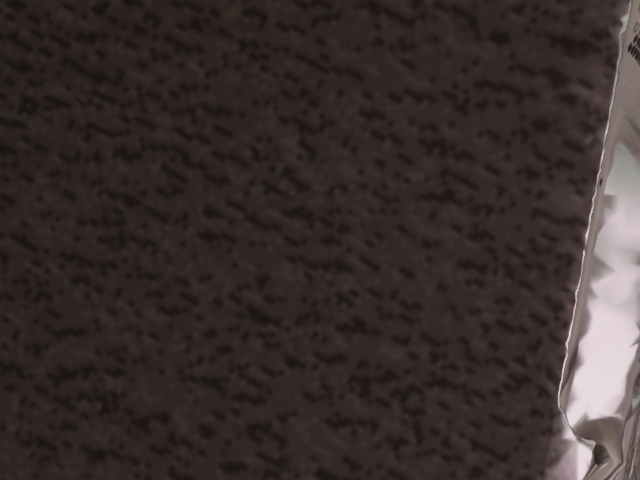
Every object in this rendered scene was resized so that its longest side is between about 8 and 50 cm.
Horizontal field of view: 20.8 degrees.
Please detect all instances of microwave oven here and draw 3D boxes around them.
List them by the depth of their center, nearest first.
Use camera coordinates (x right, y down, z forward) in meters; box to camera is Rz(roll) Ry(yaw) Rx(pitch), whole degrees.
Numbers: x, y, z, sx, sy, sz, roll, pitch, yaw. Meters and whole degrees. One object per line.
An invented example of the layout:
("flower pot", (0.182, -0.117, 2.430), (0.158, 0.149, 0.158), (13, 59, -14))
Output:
("microwave oven", (0.000, 0.000, 0.853), (0.236, 0.374, 0.432), (3, 97, -76))
